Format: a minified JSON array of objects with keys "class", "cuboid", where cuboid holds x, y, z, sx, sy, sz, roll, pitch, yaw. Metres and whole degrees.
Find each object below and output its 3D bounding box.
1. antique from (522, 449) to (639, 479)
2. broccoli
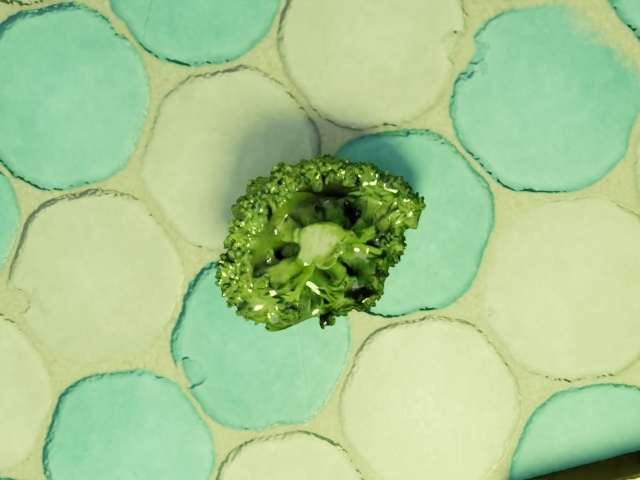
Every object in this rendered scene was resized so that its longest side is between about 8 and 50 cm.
[{"class":"antique","cuboid":[0.368,0.305,1.543,0.310,0.087,0.093,-16,96,9]},{"class":"broccoli","cuboid":[0.001,-0.001,1.512,0.226,0.176,0.198,-7,101,24]}]
